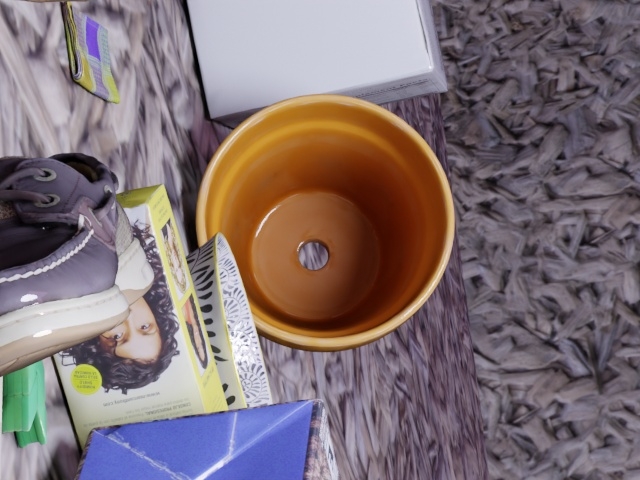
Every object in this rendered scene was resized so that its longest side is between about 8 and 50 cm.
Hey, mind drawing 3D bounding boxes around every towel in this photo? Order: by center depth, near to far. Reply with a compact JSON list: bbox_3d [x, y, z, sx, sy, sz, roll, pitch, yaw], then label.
[{"bbox_3d":[-0.161,-0.131,1.262,0.083,0.009,0.060,37,41,-73],"label":"towel"}]

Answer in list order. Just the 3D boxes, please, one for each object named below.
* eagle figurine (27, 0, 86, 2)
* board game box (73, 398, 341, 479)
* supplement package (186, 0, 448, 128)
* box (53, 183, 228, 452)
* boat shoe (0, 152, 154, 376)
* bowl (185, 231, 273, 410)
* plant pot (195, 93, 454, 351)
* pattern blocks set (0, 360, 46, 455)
[{"bbox_3d":[-0.211,-0.245,0.702,0.226,0.225,0.298,-7,95,-69],"label":"eagle figurine"},{"bbox_3d":[-0.047,0.275,0.991,0.232,0.141,0.291,-81,161,-62],"label":"board game box"},{"bbox_3d":[-0.014,-0.248,1.622,0.145,0.204,0.261,15,64,-80],"label":"supplement package"},{"bbox_3d":[-0.108,0.089,1.096,0.058,0.087,0.232,-67,142,-73],"label":"box"},{"bbox_3d":[-0.142,0.006,0.850,0.285,0.103,0.092,-58,128,-82],"label":"boat shoe"},{"bbox_3d":[-0.085,0.085,1.201,0.170,0.080,0.170,-14,90,-87],"label":"bowl"},{"bbox_3d":[0.000,0.000,1.507,0.188,0.205,0.205,103,-23,-79],"label":"plant pot"},{"bbox_3d":[-0.192,0.067,0.845,0.325,0.026,0.285,48,32,-70],"label":"pattern blocks set"}]
